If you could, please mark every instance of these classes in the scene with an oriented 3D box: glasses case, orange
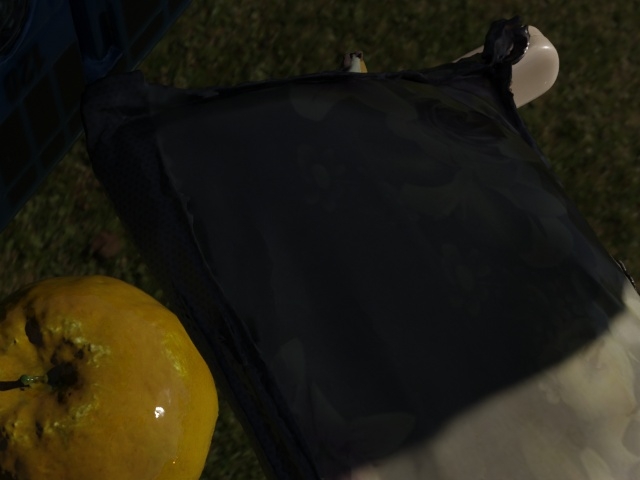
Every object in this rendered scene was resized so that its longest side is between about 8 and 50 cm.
[{"bbox_3d":[0.159,-0.157,1.411,0.196,0.083,0.050,-29,53,-3],"label":"glasses case"},{"bbox_3d":[-0.235,0.172,1.298,0.279,0.235,0.279,-4,65,8],"label":"orange"}]

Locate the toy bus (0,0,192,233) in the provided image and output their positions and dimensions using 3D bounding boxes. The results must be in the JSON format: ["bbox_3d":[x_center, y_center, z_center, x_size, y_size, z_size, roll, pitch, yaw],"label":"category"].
[{"bbox_3d":[-0.104,-0.076,0.398,0.090,0.106,0.185,22,56,16],"label":"toy bus"}]

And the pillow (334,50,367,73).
[{"bbox_3d":[0.000,0.000,1.468,0.119,0.310,0.312,13,46,-30],"label":"pillow"}]

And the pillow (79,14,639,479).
[{"bbox_3d":[0.047,0.049,0.367,0.169,0.059,0.255,-17,63,-24],"label":"pillow"}]
